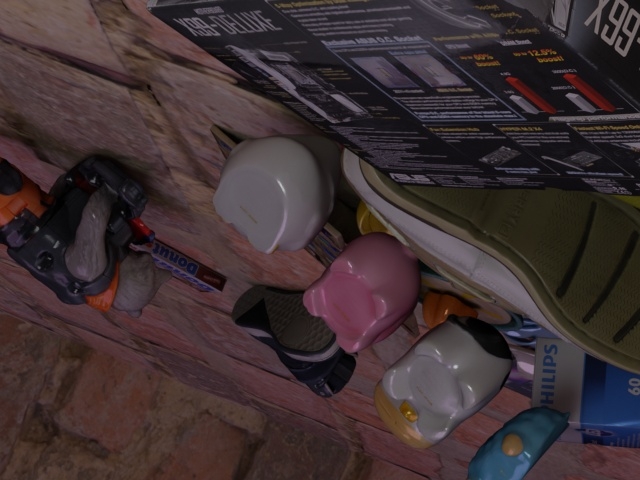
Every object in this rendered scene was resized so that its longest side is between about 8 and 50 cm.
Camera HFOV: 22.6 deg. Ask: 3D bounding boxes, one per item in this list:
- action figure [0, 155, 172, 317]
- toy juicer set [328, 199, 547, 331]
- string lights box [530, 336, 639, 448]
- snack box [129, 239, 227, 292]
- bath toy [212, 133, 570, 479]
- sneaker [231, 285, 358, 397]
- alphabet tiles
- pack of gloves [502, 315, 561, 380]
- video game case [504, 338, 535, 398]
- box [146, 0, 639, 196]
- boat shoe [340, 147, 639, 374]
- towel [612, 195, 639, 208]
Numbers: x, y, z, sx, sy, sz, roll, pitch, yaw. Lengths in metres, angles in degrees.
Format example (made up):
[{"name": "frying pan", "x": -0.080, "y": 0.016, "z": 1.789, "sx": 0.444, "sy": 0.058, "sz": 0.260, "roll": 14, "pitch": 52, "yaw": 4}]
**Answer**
[{"name": "action figure", "x": -0.326, "y": -0.016, "z": 1.802, "sx": 0.330, "sy": 0.178, "sz": 0.341, "roll": 31, "pitch": 167, "yaw": -6}, {"name": "toy juicer set", "x": 0.096, "y": 0.030, "z": 1.450, "sx": 0.209, "sy": 0.089, "sz": 0.329, "roll": 29, "pitch": 166, "yaw": -27}, {"name": "string lights box", "x": 0.315, "y": 0.140, "z": 1.379, "sx": 0.259, "sy": 0.077, "sz": 0.133, "roll": 4, "pitch": 167, "yaw": 11}, {"name": "snack box", "x": -0.208, "y": 0.020, "z": 2.065, "sx": 0.178, "sy": 0.022, "sz": 0.064, "roll": 30, "pitch": 164, "yaw": -28}, {"name": "bath toy", "x": 0.056, "y": 0.051, "z": 1.292, "sx": 0.348, "sy": 0.129, "sz": 0.151, "roll": 50, "pitch": 133, "yaw": 5}, {"name": "sneaker", "x": 0.003, "y": 0.136, "z": 1.998, "sx": 0.163, "sy": 0.086, "sz": 0.226, "roll": 43, "pitch": 169, "yaw": -28}, {"name": "alphabet tiles", "x": 0.000, "y": 0.000, "z": 1.492, "sx": 0.237, "sy": 0.009, "sz": 0.198, "roll": 40, "pitch": 172, "yaw": 17}, {"name": "pack of gloves", "x": 0.278, "y": 0.135, "z": 1.587, "sx": 0.232, "sy": 0.046, "sz": 0.195, "roll": 11, "pitch": 158, "yaw": 29}, {"name": "video game case", "x": 0.303, "y": 0.166, "z": 1.787, "sx": 0.196, "sy": 0.026, "sz": 0.274, "roll": 24, "pitch": 168, "yaw": -3}, {"name": "box", "x": 0.079, "y": -0.112, "z": 0.942, "sx": 0.242, "sy": 0.076, "sz": 0.307, "roll": 32, "pitch": 164, "yaw": -35}, {"name": "boat shoe", "x": 0.150, "y": -0.003, "z": 1.210, "sx": 0.302, "sy": 0.113, "sz": 0.103, "roll": 37, "pitch": 166, "yaw": -11}, {"name": "towel", "x": 0.293, "y": -0.007, "z": 1.123, "sx": 0.237, "sy": 0.021, "sz": 0.102, "roll": 24, "pitch": 166, "yaw": -5}]
